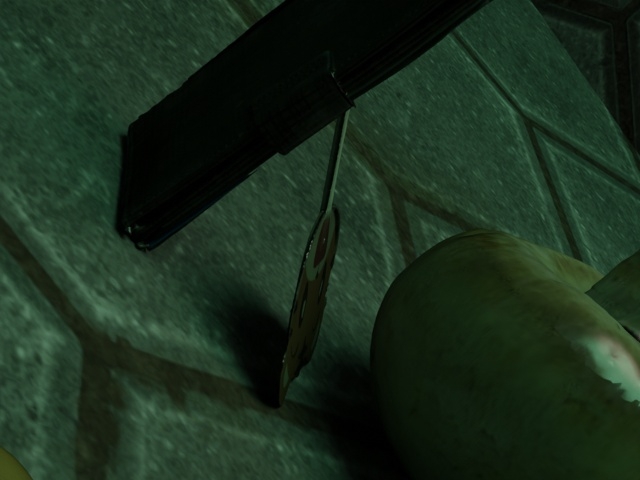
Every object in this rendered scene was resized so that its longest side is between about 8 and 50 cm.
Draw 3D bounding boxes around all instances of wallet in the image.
[{"bbox_3d":[-0.017,-0.126,1.330,0.044,0.317,0.169,45,18,-28],"label":"wallet"}]

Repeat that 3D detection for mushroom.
[{"bbox_3d":[0.200,0.128,1.390,0.352,0.260,0.352,43,12,-12],"label":"mushroom"}]

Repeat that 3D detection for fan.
[{"bbox_3d":[0.000,0.000,1.336,0.008,0.226,0.152,12,15,9],"label":"fan"}]

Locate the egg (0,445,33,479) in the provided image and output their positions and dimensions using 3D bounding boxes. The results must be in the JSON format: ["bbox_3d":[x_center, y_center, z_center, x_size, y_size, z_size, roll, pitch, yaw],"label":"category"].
[{"bbox_3d":[-0.168,0.131,0.855,0.080,0.080,0.096,38,14,-30],"label":"egg"}]
